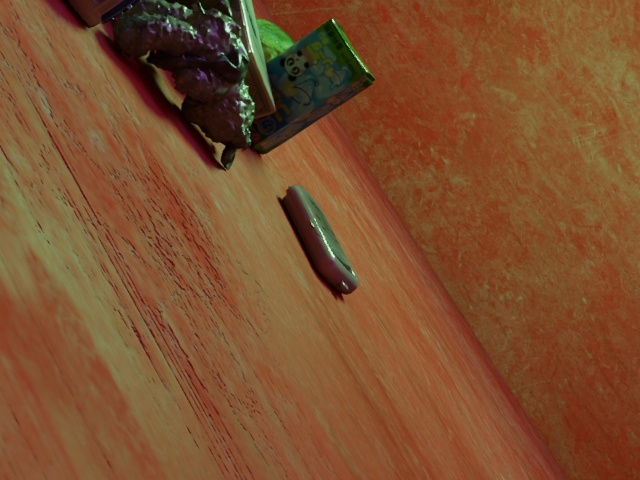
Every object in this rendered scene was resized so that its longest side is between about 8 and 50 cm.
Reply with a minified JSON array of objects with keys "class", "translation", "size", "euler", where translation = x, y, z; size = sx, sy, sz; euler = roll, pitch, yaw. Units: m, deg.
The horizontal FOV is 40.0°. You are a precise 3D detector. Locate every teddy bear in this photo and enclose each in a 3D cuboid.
[{"class":"teddy bear","translation":[-0.119,-0.183,0.929],"size":[0.213,0.111,0.133],"euler":[49,15,-35]}]

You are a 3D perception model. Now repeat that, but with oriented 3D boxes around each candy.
[{"class":"candy","translation":[-0.032,-0.213,1.229],"size":[0.097,0.195,0.062],"euler":[59,10,9]}]

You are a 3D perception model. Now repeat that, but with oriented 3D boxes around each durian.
[{"class":"durian","translation":[-0.104,-0.386,1.770],"size":[0.139,0.101,0.250],"euler":[51,10,-30]}]

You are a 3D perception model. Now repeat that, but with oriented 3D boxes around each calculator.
[{"class":"calculator","translation":[0.000,0.000,1.179],"size":[0.100,0.032,0.175],"euler":[45,15,-55]}]

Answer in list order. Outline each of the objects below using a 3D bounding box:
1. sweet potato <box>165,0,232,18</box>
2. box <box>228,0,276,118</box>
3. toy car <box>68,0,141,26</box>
[{"class":"sweet potato","translation":[-0.213,-0.330,1.033],"size":[0.108,0.079,0.346],"euler":[39,6,-42]},{"class":"box","translation":[-0.127,-0.302,1.139],"size":[0.164,0.069,0.256],"euler":[67,10,-71]},{"class":"toy car","translation":[-0.224,-0.275,0.777],"size":[0.170,0.080,0.070],"euler":[54,9,-20]}]
